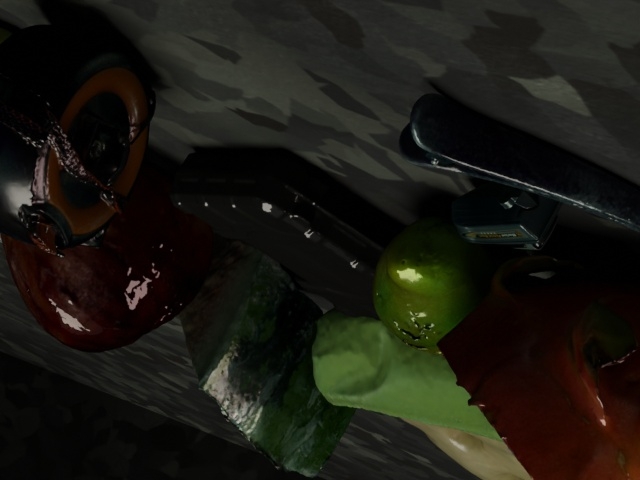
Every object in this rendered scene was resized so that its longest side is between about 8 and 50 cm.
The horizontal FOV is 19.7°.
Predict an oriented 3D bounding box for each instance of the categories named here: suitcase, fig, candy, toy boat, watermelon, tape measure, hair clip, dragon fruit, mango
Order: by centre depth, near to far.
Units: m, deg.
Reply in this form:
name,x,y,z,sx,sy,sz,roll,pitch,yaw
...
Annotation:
name,x,y,z,sx,sy,sz,roll,pitch,yaw
hair clip,0.194,-0.041,1.462,0.275,0.048,0.083,23,163,1
toy boat,0.154,-0.022,1.580,0.060,0.055,0.141,38,162,-23
dragon fruit,0.271,0.136,1.654,0.305,0.226,0.305,49,-173,-8
tape measure,-0.240,-0.092,1.697,0.135,0.202,0.223,18,180,20
mango,0.109,0.043,1.769,0.111,0.125,0.233,48,-176,24
suitcase,0.000,-0.001,1.918,0.285,0.066,0.206,33,165,-31
candy,0.126,0.131,2.015,0.343,0.132,0.142,3,121,53
fig,-0.246,0.008,2.064,0.263,0.224,0.224,40,161,-30
watermelon,-0.064,0.107,2.198,0.264,0.151,0.302,46,-170,-43

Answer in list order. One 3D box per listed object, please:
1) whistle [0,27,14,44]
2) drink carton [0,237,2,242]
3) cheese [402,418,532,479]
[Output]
name,x,y,z,sx,sy,sz,roll,pitch,yaw
whistle,-0.280,-0.153,1.845,0.198,0.057,0.104,31,166,-21
drink carton,-0.322,-0.043,2.193,0.106,0.130,0.315,7,157,49
cheese,0.222,0.198,2.159,0.328,0.130,0.351,29,163,0
